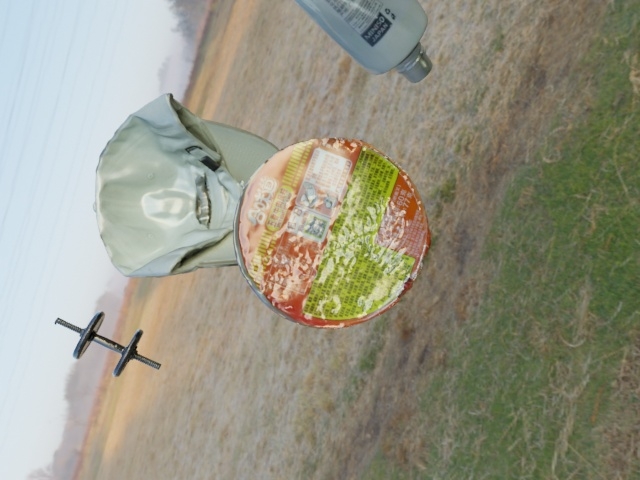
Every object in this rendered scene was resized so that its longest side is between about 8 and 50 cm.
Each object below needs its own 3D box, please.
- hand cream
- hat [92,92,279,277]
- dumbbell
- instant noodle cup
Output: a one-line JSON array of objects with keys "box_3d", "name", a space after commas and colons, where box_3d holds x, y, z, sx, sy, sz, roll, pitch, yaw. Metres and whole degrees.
[{"box_3d": [-0.009, -0.267, 0.476, 0.124, 0.341, 0.078, -57, 29, -8], "name": "hand cream"}, {"box_3d": [-0.182, -0.062, 0.823, 0.168, 0.301, 0.258, -15, 75, 50], "name": "hat"}, {"box_3d": [-0.280, 0.137, 0.691, 0.069, 0.147, 0.069, -58, 11, 19], "name": "dumbbell"}, {"box_3d": [0.000, 0.000, 0.600, 0.212, 0.193, 0.193, 147, 138, -82], "name": "instant noodle cup"}]
